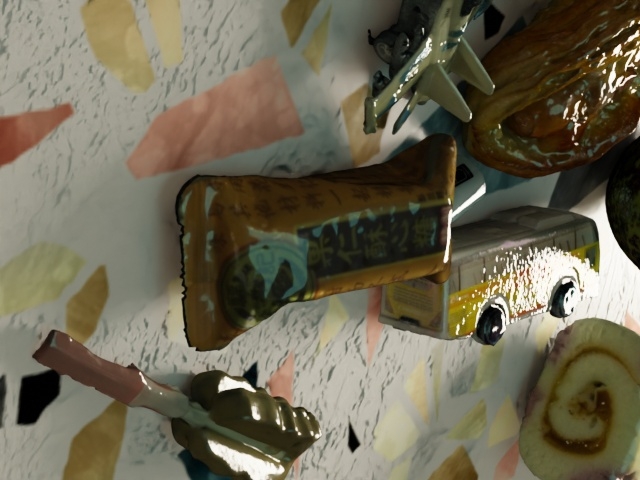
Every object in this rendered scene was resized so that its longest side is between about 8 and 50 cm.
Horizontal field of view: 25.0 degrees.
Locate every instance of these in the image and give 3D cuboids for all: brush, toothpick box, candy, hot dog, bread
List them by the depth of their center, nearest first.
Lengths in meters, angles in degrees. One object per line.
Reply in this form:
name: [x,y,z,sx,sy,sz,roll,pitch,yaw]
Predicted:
brush: [-0.105,0.129,1.115,0.301,0.071,0.084,34,87,-48]
candy: [0.000,0.000,1.135,0.271,0.101,0.143,-13,111,-37]
toothpick box: [0.101,-0.035,1.272,0.083,0.052,0.052,-37,135,-34]
hot dog: [0.239,-0.161,1.309,0.259,0.114,0.175,-48,152,-21]
bread: [0.366,0.208,1.653,0.338,0.155,0.187,21,86,-51]

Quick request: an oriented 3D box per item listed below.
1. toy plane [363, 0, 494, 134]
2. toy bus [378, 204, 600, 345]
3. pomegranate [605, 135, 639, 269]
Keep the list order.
toy plane: [0.093,-0.188,1.132,0.192,0.088,0.262,-48,155,-24]
toy bus: [0.166,0.031,1.365,0.268,0.092,0.106,-12,110,-46]
pomegranate: [0.409,-0.078,1.497,0.204,0.222,0.276,9,86,-35]
